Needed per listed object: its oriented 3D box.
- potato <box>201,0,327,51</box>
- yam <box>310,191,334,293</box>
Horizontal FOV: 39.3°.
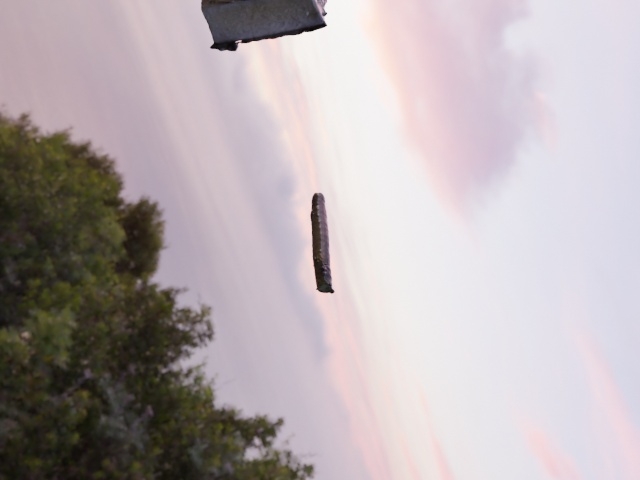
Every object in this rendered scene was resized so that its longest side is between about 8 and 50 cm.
[{"bbox_3d":[-0.058,-0.240,0.893,0.061,0.122,0.086,69,16,-48],"label":"potato"},{"bbox_3d":[0.000,0.000,0.639,0.107,0.014,0.014,-95,170,-50],"label":"yam"}]
